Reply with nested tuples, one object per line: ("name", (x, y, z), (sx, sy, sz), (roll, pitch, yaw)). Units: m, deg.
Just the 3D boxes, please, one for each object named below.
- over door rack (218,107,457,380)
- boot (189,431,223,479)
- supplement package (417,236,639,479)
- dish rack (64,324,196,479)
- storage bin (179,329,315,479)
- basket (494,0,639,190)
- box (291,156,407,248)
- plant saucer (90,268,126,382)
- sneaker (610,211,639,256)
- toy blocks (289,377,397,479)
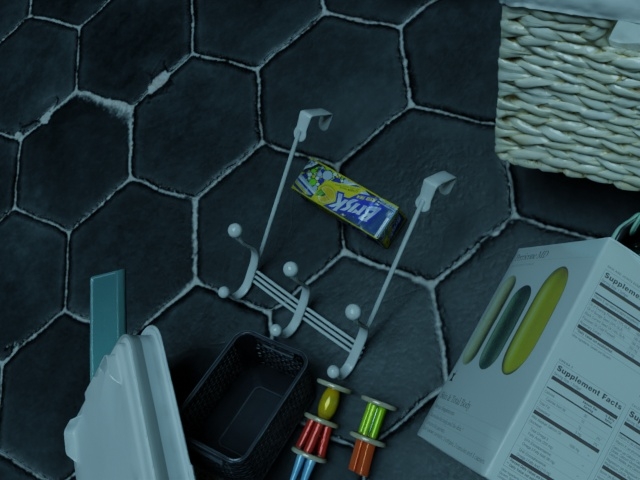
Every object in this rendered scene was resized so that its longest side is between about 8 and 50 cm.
("over door rack", (0.000, 0.000, 0.970), (0.239, 0.108, 0.324), (33, 106, 26))
("boot", (-0.158, 0.402, 0.959), (0.236, 0.085, 0.178), (41, 92, 33))
("supplement package", (0.276, 0.163, 0.759), (0.198, 0.199, 0.262), (33, 81, -7))
("dish rack", (-0.271, 0.309, 0.934), (0.285, 0.072, 0.333), (-56, 41, 32))
("storage bin", (-0.100, 0.228, 0.952), (0.122, 0.084, 0.180), (19, 53, 25))
("basket", (0.400, -0.240, 0.792), (0.328, 0.266, 0.331), (18, 51, 25))
("box", (0.042, -0.057, 1.047), (0.169, 0.054, 0.059), (32, 87, 27))
("plant saucer", (-0.354, 0.142, 1.153), (0.067, 0.018, 0.192), (-13, 68, 16))
("sneaker", (0.435, -0.026, 0.834), (0.094, 0.151, 0.256), (40, 89, 27))
("toy blocks", (0.025, 0.277, 0.945), (0.123, 0.054, 0.148), (16, 79, 25))
